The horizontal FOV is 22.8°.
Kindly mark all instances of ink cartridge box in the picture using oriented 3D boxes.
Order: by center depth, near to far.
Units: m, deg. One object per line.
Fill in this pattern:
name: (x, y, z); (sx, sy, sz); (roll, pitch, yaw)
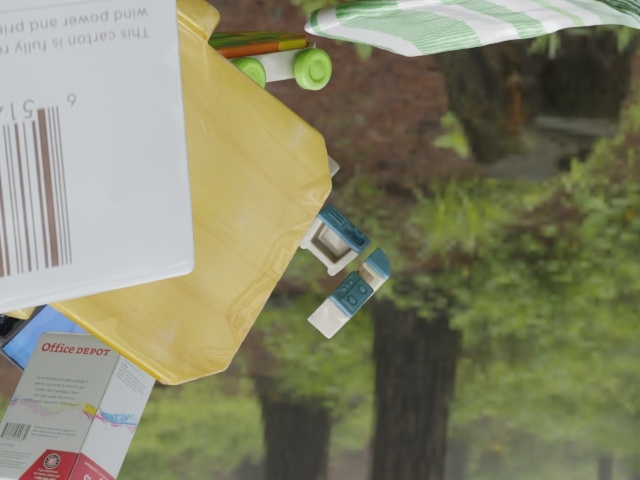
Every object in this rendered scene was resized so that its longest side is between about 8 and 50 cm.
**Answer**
ink cartridge box: (-0.263, 0.190, 1.678); (0.127, 0.175, 0.072); (1, 148, 35)

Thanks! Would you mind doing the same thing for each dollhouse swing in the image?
dollhouse swing: (-0.226, -0.061, 1.579); (0.315, 0.346, 0.305); (9, 154, 49)

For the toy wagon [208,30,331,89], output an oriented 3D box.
toy wagon: (-0.165, -0.236, 2.159); (0.344, 0.068, 0.267); (-13, -163, -42)

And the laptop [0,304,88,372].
laptop: (-0.337, 0.094, 2.036); (0.234, 0.136, 0.264); (-44, 160, 9)

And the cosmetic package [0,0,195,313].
cosmetic package: (-0.321, -0.146, 1.128); (0.329, 0.327, 0.394); (-12, -160, -26)

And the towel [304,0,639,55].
towel: (0.175, -0.246, 1.755); (0.325, 0.038, 0.248); (-2, 178, 30)

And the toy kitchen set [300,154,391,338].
toy kitchen set: (0.000, 0.000, 2.184); (0.207, 0.166, 0.122); (43, 125, 3)
